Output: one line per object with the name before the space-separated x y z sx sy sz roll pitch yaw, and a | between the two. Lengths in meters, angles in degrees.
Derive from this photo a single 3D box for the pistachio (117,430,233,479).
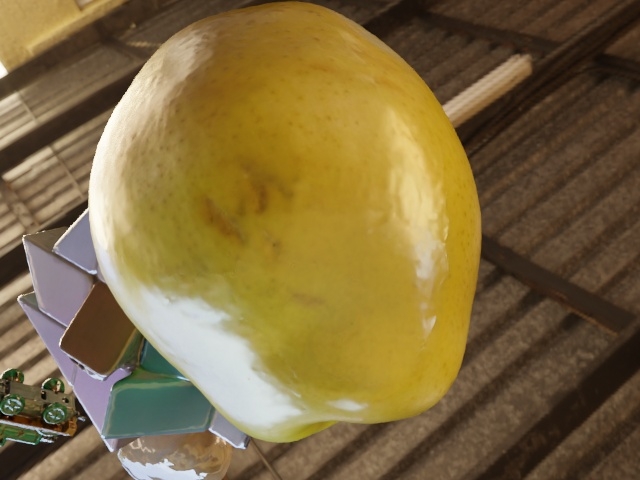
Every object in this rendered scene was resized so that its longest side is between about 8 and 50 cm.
pistachio | -0.244 0.354 1.306 0.238 0.138 0.153 -11 -101 33

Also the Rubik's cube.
Rubik's cube | -0.193 0.073 1.069 0.368 0.387 0.358 26 -160 21

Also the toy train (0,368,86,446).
toy train | -0.560 0.326 1.430 0.136 0.228 0.091 -56 -147 15

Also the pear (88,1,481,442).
pear | -0.030 -0.021 0.728 0.362 0.362 0.418 -19 -102 7
